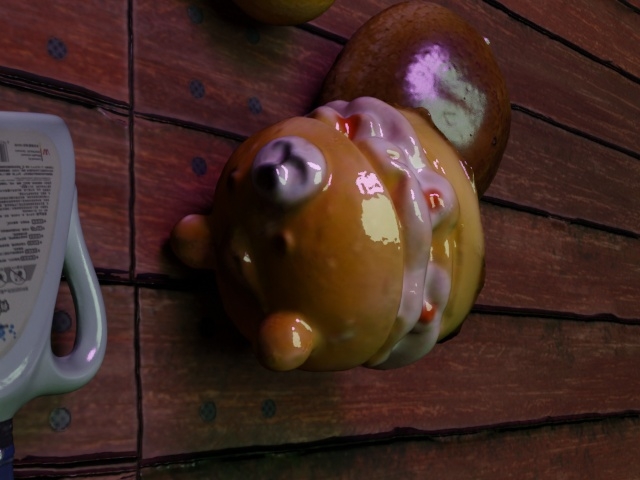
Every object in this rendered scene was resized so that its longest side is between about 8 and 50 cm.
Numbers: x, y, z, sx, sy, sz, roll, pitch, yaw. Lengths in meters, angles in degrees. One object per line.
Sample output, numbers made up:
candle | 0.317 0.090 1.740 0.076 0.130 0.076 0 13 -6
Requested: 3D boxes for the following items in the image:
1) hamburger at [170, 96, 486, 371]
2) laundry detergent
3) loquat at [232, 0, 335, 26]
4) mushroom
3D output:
hamburger | 0.000 0.000 0.883 0.237 0.276 0.276 -12 91 -38
laundry detergent | -0.256 0.048 0.684 0.215 0.105 0.280 -11 88 -51
loquat | -0.050 -0.315 0.967 0.204 0.149 0.172 -18 97 -34
mushroom | 0.127 -0.154 1.095 0.263 0.195 0.283 54 47 -18
